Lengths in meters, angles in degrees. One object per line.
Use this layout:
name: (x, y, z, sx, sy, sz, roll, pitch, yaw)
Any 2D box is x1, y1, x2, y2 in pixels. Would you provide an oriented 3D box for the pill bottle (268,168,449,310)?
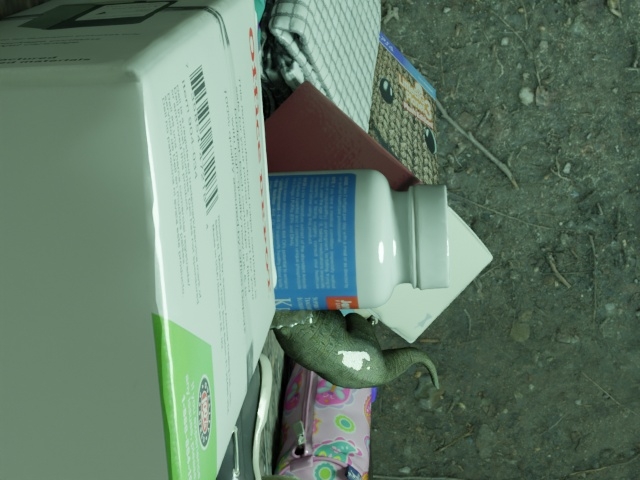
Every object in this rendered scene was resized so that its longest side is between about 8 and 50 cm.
pill bottle: (0.000, 0.000, 1.009, 0.124, 0.222, 0.124, -2, 90, -84)

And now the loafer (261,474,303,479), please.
loafer: (-0.045, 0.275, 1.145, 0.268, 0.102, 0.092, 100, -10, -68)

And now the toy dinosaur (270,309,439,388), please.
toy dinosaur: (0.003, 0.100, 1.239, 0.313, 0.121, 0.160, 46, 13, -21)

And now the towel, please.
towel: (-0.022, -0.240, 1.312, 0.283, 0.121, 0.234, 56, 39, -60)

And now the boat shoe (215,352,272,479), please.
boat shoe: (-0.090, 0.186, 0.975, 0.065, 0.075, 0.206, 24, 61, -35)

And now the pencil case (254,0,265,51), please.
pencil case: (-0.081, -0.188, 1.055, 0.070, 0.065, 0.151, 47, 35, -42)

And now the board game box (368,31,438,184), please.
board game box: (0.089, -0.180, 1.995, 0.232, 0.141, 0.290, 36, 46, -47)

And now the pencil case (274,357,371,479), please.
pencil case: (0.005, 0.231, 1.550, 0.284, 0.124, 0.124, -83, 170, -52)

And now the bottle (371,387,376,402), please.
bottle: (0.019, 0.117, 1.784, 0.118, 0.092, 0.282, 155, -72, -66)

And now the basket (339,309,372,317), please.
basket: (0.040, -0.038, 1.545, 0.255, 0.201, 0.288, 13, 73, -74)

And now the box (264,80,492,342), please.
box: (0.039, -0.030, 1.184, 0.232, 0.127, 0.148, 45, 3, 33)

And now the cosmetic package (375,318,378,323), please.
cosmetic package: (0.057, 0.025, 2.209, 0.309, 0.113, 0.160, -78, 165, -65)

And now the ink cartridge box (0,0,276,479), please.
ink cartridge box: (-0.097, -0.007, 0.547, 0.273, 0.115, 0.198, -74, 162, -72)
